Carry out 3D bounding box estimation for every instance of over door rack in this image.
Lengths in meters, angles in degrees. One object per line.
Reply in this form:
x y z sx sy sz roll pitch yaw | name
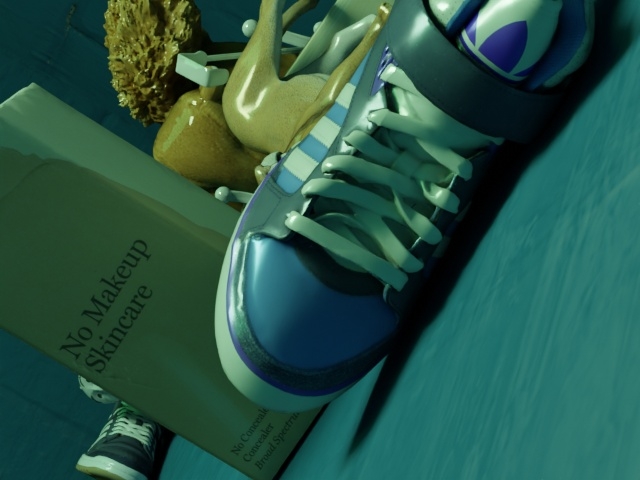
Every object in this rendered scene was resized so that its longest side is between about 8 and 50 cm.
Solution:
-0.092 -0.131 1.640 0.324 0.108 0.239 -25 -49 -55 | over door rack

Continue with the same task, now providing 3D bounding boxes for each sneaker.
0.057 -0.065 0.834 0.322 0.130 0.236 -57 0 -30 | sneaker
-0.250 0.261 1.863 0.153 0.099 0.282 -62 4 -11 | sneaker

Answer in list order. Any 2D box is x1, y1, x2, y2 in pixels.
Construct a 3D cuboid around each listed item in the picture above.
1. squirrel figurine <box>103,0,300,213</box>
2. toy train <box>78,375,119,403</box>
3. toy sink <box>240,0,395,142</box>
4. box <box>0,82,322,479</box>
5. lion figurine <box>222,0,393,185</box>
-0.173 -0.180 1.936 0.281 0.397 0.370 -50 -3 18 | squirrel figurine
-0.214 0.102 1.912 0.190 0.142 0.334 -21 25 29 | toy train
0.039 -0.178 1.507 0.234 0.131 0.153 -57 5 -20 | toy sink
-0.131 0.030 1.031 0.148 0.311 0.121 -58 7 15 | box
-0.010 -0.114 1.274 0.240 0.142 0.392 -54 24 5 | lion figurine
